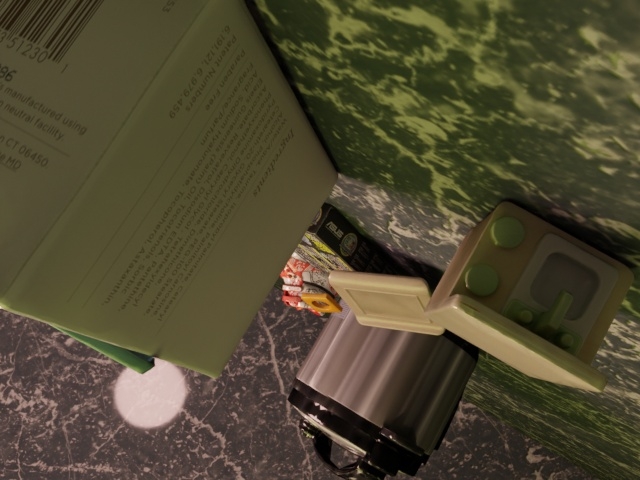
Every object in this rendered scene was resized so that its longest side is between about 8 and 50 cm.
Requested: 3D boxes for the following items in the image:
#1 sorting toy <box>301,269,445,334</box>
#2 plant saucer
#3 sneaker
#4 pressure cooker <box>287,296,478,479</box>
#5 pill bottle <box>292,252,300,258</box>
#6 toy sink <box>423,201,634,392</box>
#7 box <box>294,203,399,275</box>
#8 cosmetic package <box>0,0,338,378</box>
[{"bbox_3d":[0.126,0.103,1.111,0.347,0.047,0.196,4,150,24],"label":"sorting toy"},{"bbox_3d":[-0.262,0.087,0.641,0.192,0.018,0.067,33,169,-11],"label":"plant saucer"},{"bbox_3d":[-0.069,0.068,1.435,0.270,0.145,0.090,34,169,-16],"label":"sneaker"},{"bbox_3d":[0.126,0.348,1.442,0.375,0.420,0.370,26,167,22],"label":"pressure cooker"},{"bbox_3d":[-0.082,-0.009,1.335,0.116,0.065,0.065,37,168,-32],"label":"pill bottle"},{"bbox_3d":[0.217,0.057,0.649,0.152,0.131,0.234,29,174,8],"label":"toy sink"},{"bbox_3d":[0.000,0.000,1.169,0.216,0.060,0.270,20,165,42],"label":"box"},{"bbox_3d":[-0.231,-0.084,0.700,0.329,0.327,0.394,26,169,24],"label":"cosmetic package"}]
